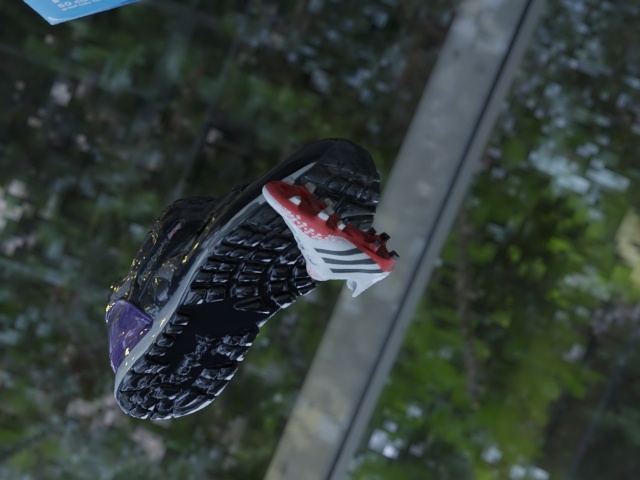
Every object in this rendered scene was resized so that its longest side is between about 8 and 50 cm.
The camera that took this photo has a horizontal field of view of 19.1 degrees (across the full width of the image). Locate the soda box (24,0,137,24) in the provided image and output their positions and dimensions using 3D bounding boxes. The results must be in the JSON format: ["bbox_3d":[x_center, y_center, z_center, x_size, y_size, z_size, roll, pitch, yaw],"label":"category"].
[{"bbox_3d":[-0.078,-0.192,1.104,0.210,0.067,0.071,-13,163,11],"label":"soda box"}]

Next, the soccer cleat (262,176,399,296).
[{"bbox_3d":[0.000,0.000,0.885,0.083,0.035,0.029,30,-156,-37],"label":"soccer cleat"}]

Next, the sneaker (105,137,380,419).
[{"bbox_3d":[-0.074,-0.001,1.370,0.107,0.283,0.124,15,-138,-39],"label":"sneaker"}]
